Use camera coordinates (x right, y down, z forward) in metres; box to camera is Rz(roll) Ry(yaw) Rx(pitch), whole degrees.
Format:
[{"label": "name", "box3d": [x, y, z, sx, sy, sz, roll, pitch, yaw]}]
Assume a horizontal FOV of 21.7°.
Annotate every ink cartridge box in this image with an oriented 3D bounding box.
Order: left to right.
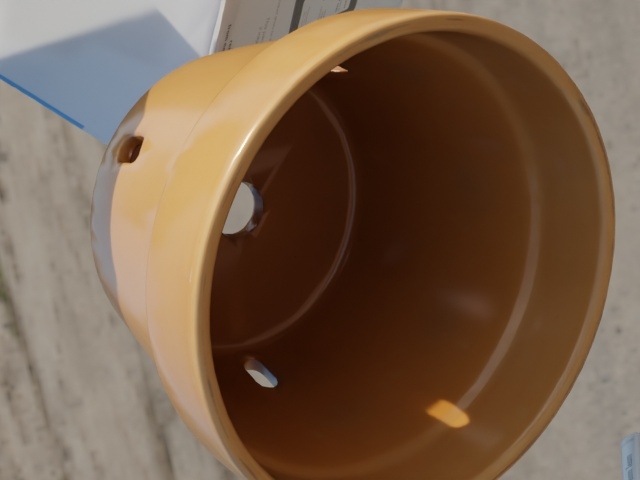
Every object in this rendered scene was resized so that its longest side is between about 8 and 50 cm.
[{"label": "ink cartridge box", "box3d": [-0.079, -0.206, 1.240, 0.198, 0.270, 0.197, 31, 128, 20]}]

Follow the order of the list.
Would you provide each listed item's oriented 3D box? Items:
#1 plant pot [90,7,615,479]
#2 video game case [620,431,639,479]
[{"label": "plant pot", "box3d": [0.000, 0.000, 0.982, 0.203, 0.291, 0.290, 21, 120, 52]}, {"label": "video game case", "box3d": [0.249, 0.211, 1.043, 0.019, 0.157, 0.143, -41, 23, 31]}]
